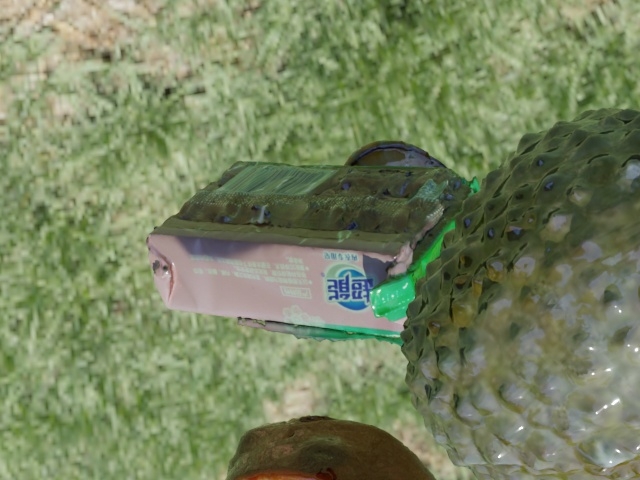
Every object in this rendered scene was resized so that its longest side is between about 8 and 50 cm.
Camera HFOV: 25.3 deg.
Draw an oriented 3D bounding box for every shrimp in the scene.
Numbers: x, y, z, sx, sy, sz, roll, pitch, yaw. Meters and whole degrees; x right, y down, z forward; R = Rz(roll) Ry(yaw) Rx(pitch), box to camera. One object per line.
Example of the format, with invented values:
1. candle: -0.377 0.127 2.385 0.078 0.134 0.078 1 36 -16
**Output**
1. shrimp: 0.057 -0.026 1.351 0.124 0.034 0.178 18 128 -20

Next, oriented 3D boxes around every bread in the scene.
1. bread: 0.035 0.343 1.590 0.295 0.114 0.327 -10 117 39

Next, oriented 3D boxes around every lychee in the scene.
1. lychee: 0.184 0.046 0.826 0.274 0.255 0.255 -34 142 -2

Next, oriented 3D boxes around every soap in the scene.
1. soap: -0.001 -0.002 1.233 0.273 0.218 0.098 5 124 32
